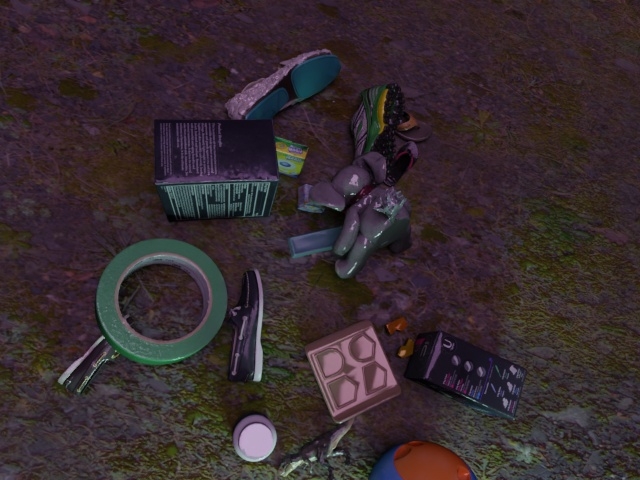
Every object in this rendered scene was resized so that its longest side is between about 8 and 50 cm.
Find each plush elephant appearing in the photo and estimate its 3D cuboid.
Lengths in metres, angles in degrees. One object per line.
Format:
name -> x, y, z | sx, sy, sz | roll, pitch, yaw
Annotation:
plush elephant -> 0.114, -0.097, 1.362 | 0.272, 0.330, 0.255 | -27, 61, -20

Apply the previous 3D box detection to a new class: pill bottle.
pill bottle -> -0.165, 0.485, 1.196 | 0.108, 0.180, 0.107 | 3, 74, -10

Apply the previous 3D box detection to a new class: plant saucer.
plant saucer -> 0.000, 0.000, 1.444 | 0.192, 0.018, 0.067 | -13, 78, -13

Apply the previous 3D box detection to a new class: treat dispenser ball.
treat dispenser ball -> 0.252, 0.643, 1.177 | 0.288, 0.288, 0.288 | 3, 75, -10

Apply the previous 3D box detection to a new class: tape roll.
tape roll -> -0.407, 0.155, 1.249 | 0.321, 0.077, 0.321 | 11, 65, -24

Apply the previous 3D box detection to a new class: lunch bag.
lunch bag -> -0.025, -0.123, 1.454 | 0.083, 0.053, 0.071 | 9, 71, -35

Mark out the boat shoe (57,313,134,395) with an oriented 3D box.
boat shoe -> -0.556, 0.289, 1.232 | 0.069, 0.081, 0.227 | 43, 76, -5

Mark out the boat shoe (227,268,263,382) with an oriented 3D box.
boat shoe -> -0.205, 0.225, 1.295 | 0.091, 0.114, 0.302 | 2, 74, -16

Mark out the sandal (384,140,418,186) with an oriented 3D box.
sandal -> 0.264, -0.248, 1.547 | 0.067, 0.040, 0.179 | 36, 72, -2

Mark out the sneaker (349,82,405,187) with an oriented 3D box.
sneaker -> 0.158, -0.319, 1.518 | 0.134, 0.146, 0.343 | 22, 80, -49

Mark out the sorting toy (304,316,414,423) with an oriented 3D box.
sorting toy -> 0.132, 0.347, 1.369 | 0.307, 0.041, 0.229 | -20, 75, -15

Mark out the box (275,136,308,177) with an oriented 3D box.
box -> -0.097, -0.243, 1.405 | 0.105, 0.179, 0.043 | 16, 73, -6

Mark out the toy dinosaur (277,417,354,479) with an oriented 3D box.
toy dinosaur -> 0.020, 0.562, 1.277 | 0.268, 0.064, 0.118 | -30, 76, -20

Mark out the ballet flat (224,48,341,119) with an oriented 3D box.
ballet flat -> -0.125, -0.487, 1.498 | 0.409, 0.147, 0.147 | -38, 85, -17

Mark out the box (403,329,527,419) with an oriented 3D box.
box -> 0.399, 0.370, 1.342 | 0.271, 0.165, 0.143 | 25, 73, -4

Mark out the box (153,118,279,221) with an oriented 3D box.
box -> -0.275, -0.181, 1.296 | 0.294, 0.296, 0.182 | -2, 75, -12

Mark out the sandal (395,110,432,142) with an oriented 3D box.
sandal -> 0.266, -0.394, 1.578 | 0.219, 0.060, 0.090 | 30, 72, -1
